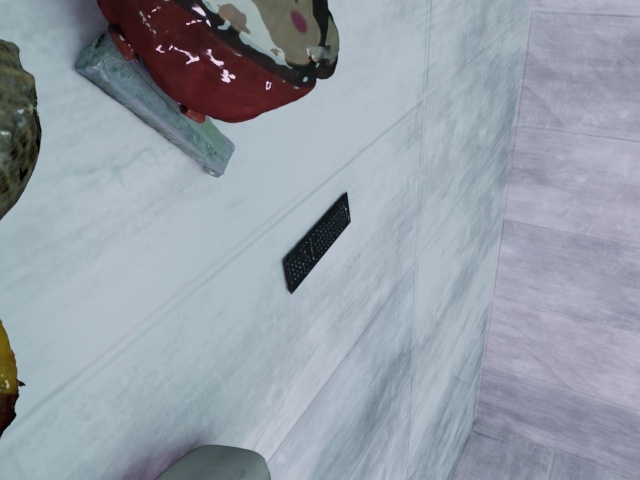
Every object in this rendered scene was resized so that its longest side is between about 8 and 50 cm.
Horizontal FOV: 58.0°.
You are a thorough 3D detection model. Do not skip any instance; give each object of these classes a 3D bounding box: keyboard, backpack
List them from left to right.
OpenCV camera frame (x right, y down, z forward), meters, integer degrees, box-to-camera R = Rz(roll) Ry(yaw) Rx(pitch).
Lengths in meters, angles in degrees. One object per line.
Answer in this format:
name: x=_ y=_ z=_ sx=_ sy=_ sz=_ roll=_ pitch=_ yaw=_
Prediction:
backpack: x=-0.085 y=-0.220 z=0.484 sx=0.229 sy=0.138 sz=0.229 roll=23 pitch=61 yaw=-48
keyboard: x=0.000 y=0.000 z=0.909 sx=0.202 sy=0.011 sz=0.067 roll=-49 pitch=143 yaw=-43

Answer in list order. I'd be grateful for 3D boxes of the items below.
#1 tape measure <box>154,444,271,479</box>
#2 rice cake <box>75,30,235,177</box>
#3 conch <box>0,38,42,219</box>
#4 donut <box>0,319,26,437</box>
tape measure: x=-0.131 y=0.380 z=0.637 sx=0.258 sy=0.130 sz=0.265 roll=-35 pitch=129 yaw=-75
rice cake: x=-0.140 y=-0.119 z=0.542 sx=0.211 sy=0.034 sz=0.043 roll=41 pitch=67 yaw=-61
conch: x=-0.238 y=-0.045 z=0.320 sx=0.155 sy=0.130 sz=0.207 roll=-18 pitch=143 yaw=-47
donut: x=-0.254 y=0.104 z=0.358 sx=0.140 sy=0.059 sz=0.141 roll=1 pitch=90 yaw=-82
